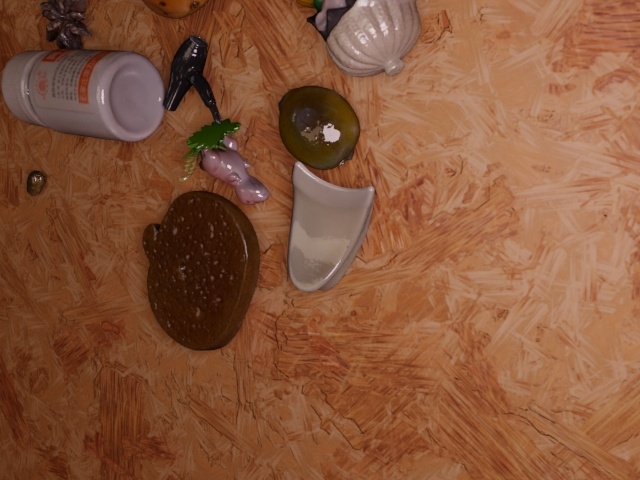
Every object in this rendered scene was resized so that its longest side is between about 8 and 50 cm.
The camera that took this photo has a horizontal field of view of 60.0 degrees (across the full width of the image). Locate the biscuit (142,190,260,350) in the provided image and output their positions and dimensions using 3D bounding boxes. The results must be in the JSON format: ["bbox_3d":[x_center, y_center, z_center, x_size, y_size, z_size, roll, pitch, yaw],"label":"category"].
[{"bbox_3d":[-0.302,0.067,1.361,0.350,0.070,0.394,37,114,21],"label":"biscuit"}]

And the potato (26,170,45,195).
[{"bbox_3d":[-0.847,-0.170,1.644,0.051,0.040,0.083,40,115,23],"label":"potato"}]

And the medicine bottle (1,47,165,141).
[{"bbox_3d":[-0.584,-0.363,1.363,0.371,0.211,0.211,12,105,27],"label":"medicine bottle"}]

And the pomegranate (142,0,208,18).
[{"bbox_3d":[-0.315,-0.581,1.190,0.191,0.191,0.191,6,102,29],"label":"pomegranate"}]

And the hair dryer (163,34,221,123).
[{"bbox_3d":[-0.282,-0.328,1.257,0.195,0.075,0.219,-53,57,35],"label":"hair dryer"}]

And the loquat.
[{"bbox_3d":[-0.008,-0.228,1.097,0.195,0.152,0.152,45,117,8],"label":"loquat"}]

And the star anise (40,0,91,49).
[{"bbox_3d":[-0.665,-0.581,1.452,0.195,0.065,0.182,-45,78,24],"label":"star anise"}]

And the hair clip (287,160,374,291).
[{"bbox_3d":[0.007,-0.010,1.146,0.172,0.113,0.282,20,108,14],"label":"hair clip"}]

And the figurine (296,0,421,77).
[{"bbox_3d":[0.045,-0.435,1.032,0.332,0.185,0.205,42,151,36],"label":"figurine"}]

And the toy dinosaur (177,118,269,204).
[{"bbox_3d":[-0.207,-0.174,1.253,0.194,0.152,0.177,6,131,22],"label":"toy dinosaur"}]
